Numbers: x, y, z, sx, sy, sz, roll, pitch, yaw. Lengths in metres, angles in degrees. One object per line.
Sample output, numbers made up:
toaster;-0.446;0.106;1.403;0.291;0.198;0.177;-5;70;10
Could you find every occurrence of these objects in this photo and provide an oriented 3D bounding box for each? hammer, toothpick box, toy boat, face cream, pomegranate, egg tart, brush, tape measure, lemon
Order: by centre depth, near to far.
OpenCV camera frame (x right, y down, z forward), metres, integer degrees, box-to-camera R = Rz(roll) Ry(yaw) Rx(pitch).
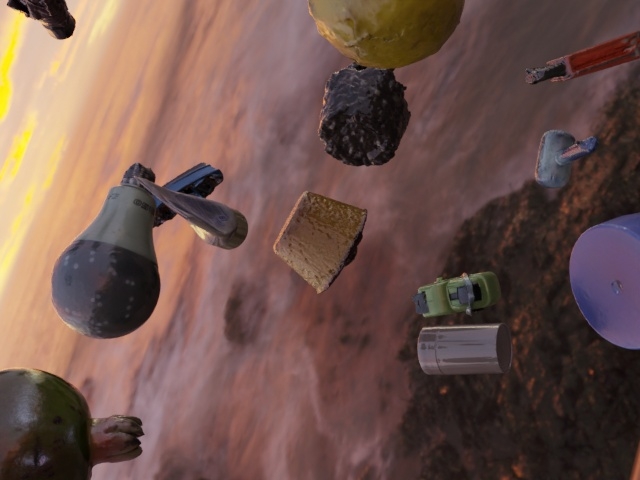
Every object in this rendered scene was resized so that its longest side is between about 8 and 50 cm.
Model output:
pomegranate;-0.299;0.227;0.834;0.180;0.209;0.180;-179;90;-76
face cream;-0.194;-0.040;1.184;0.070;0.114;0.224;-56;-24;3
lemon;0.111;-0.403;1.233;0.284;0.260;0.261;46;-117;-77
brush;0.525;-0.341;1.413;0.070;0.323;0.051;-173;63;-75
hammer;0.476;-0.168;1.458;0.194;0.069;0.116;145;140;-80
face cream;0.648;0.062;1.467;0.249;0.225;0.249;45;142;51
toothpick box;0.310;0.234;1.643;0.180;0.111;0.111;-7;58;32
egg tart;0.000;0.000;1.670;0.215;0.170;0.215;-61;6;10
toy boat;-0.311;-0.086;1.715;0.223;0.097;0.100;-36;-19;-17
tape measure;0.347;0.133;1.847;0.175;0.200;0.106;-13;84;33

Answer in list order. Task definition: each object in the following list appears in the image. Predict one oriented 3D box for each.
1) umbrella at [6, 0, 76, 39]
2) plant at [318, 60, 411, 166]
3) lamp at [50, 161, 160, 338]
umbrella;-0.489;-0.440;1.296;0.326;0.090;0.094;86;-164;-79
plant;0.121;-0.361;1.976;0.213;0.215;0.312;-4;53;20
lamp;-0.355;0.010;1.297;0.182;0.181;0.314;171;107;-67
